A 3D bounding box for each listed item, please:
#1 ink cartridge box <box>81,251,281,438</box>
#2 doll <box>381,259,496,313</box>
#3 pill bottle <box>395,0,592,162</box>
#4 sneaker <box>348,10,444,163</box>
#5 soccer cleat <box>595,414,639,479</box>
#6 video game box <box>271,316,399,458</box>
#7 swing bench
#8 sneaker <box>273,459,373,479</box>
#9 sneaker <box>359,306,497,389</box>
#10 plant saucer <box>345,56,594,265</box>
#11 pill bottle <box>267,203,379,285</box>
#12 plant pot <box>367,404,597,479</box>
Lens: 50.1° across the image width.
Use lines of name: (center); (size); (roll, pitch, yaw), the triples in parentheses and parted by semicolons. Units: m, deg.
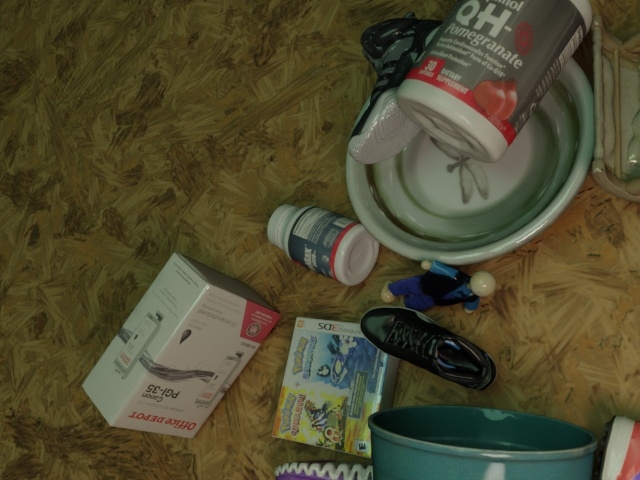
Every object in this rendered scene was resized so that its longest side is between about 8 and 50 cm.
ink cartridge box: (-0.234, 0.189, 1.182); (0.117, 0.207, 0.283); (37, 93, 38)
doll: (0.184, 0.075, 1.024); (0.189, 0.129, 0.046); (-19, 38, 49)
pill bottle: (0.262, -0.283, 0.958); (0.176, 0.176, 0.318); (34, 91, 37)
sneaker: (0.108, -0.249, 1.092); (0.153, 0.101, 0.268); (37, 87, 37)
soccer cleat: (0.372, 0.371, 0.798); (0.117, 0.109, 0.318); (7, 72, 30)
video game box: (0.027, 0.231, 1.103); (0.187, 0.048, 0.205); (1, 71, 34)
swing bench: (0.500, -0.192, 0.894); (0.255, 0.165, 0.253); (-12, 61, 44)
sneaker: (0.033, 0.380, 1.015); (0.237, 0.095, 0.104); (-6, 76, 29)
sneaker: (0.149, 0.144, 0.983); (0.217, 0.121, 0.079); (22, 83, 20)
plant saucer: (0.236, -0.140, 1.088); (0.401, 0.101, 0.400); (-12, 66, 28)
pill bottle: (0.000, 0.000, 1.174); (0.180, 0.108, 0.107); (22, 83, 37)
plant pot: (0.187, 0.352, 0.834); (0.272, 0.272, 0.255); (1, 85, 32)
